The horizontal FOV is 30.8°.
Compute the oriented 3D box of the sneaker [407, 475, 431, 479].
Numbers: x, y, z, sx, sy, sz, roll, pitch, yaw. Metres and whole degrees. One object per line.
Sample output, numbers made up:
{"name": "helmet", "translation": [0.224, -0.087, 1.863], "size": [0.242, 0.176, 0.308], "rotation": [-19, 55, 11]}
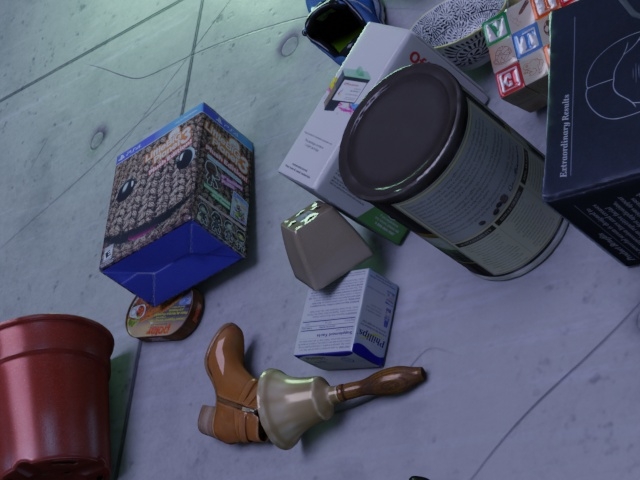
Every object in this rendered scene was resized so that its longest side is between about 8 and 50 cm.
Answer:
{"name": "sneaker", "translation": [0.037, 0.458, 1.541], "size": [0.385, 0.145, 0.147], "rotation": [-36, 23, 21]}

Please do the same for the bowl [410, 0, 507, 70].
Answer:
{"name": "bowl", "translation": [0.230, -0.321, 1.838], "size": [0.170, 0.080, 0.170], "rotation": [-24, 29, 14]}

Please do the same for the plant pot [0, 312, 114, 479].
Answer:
{"name": "plant pot", "translation": [-0.489, 0.312, 2.075], "size": [0.272, 0.272, 0.265], "rotation": [-34, 53, 27]}

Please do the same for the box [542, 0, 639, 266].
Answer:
{"name": "box", "translation": [0.489, -0.173, 1.389], "size": [0.395, 0.212, 0.293], "rotation": [-15, 55, 39]}

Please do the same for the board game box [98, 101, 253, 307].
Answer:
{"name": "board game box", "translation": [-0.258, -0.065, 2.121], "size": [0.232, 0.141, 0.291], "rotation": [-28, 42, 28]}

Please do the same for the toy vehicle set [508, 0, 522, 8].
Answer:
{"name": "toy vehicle set", "translation": [0.403, -0.378, 1.748], "size": [0.267, 0.035, 0.166], "rotation": [-19, 53, 38]}

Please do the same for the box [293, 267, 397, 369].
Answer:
{"name": "box", "translation": [0.039, 0.122, 1.776], "size": [0.126, 0.072, 0.137], "rotation": [-10, 58, 45]}

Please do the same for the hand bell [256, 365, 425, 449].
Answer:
{"name": "hand bell", "translation": [0.041, 0.223, 1.707], "size": [0.242, 0.126, 0.126], "rotation": [-17, 54, 25]}

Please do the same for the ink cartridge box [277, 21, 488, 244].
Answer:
{"name": "ink cartridge box", "translation": [0.099, -0.166, 1.797], "size": [0.117, 0.201, 0.278], "rotation": [31, 89, 53]}

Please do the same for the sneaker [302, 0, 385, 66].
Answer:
{"name": "sneaker", "translation": [0.040, -0.392, 2.047], "size": [0.130, 0.147, 0.330], "rotation": [-47, 39, 13]}

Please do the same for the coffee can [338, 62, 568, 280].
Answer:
{"name": "coffee can", "translation": [0.189, -0.088, 1.595], "size": [0.202, 0.275, 0.201], "rotation": [-26, 49, 34]}

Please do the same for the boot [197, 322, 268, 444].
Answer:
{"name": "boot", "translation": [-0.119, 0.232, 1.875], "size": [0.152, 0.073, 0.197], "rotation": [-2, 77, 47]}

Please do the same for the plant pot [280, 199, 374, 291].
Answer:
{"name": "plant pot", "translation": [0.000, 0.000, 1.795], "size": [0.109, 0.096, 0.109], "rotation": [-32, 19, -11]}

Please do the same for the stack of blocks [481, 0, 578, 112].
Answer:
{"name": "stack of blocks", "translation": [0.379, -0.325, 1.644], "size": [0.297, 0.087, 0.171], "rotation": [-26, 64, 35]}

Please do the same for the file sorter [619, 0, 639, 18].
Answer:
{"name": "file sorter", "translation": [0.446, -0.331, 1.227], "size": [0.278, 0.173, 0.192], "rotation": [22, 78, 49]}

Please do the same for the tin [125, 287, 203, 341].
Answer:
{"name": "tin", "translation": [-0.287, 0.134, 2.138], "size": [0.190, 0.040, 0.106], "rotation": [-7, 57, 44]}
